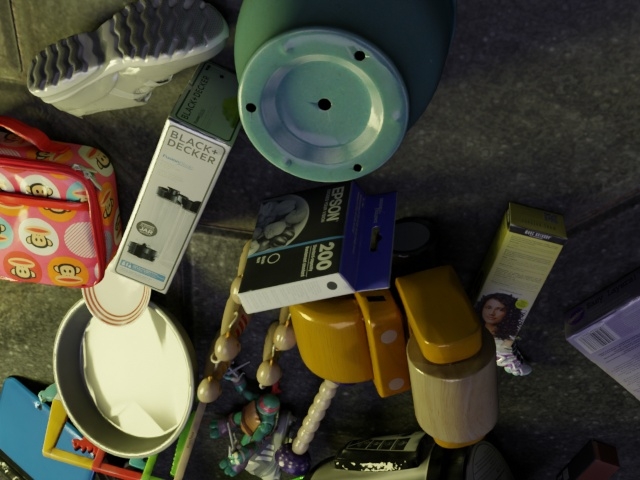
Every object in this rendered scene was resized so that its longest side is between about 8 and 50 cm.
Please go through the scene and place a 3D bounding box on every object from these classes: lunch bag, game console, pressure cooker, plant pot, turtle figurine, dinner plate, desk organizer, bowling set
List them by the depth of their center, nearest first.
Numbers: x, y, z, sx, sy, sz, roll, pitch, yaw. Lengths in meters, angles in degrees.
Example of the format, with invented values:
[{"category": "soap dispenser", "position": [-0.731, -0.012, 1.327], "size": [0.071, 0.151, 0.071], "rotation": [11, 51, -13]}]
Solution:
[{"category": "plant pot", "position": [0.017, -0.208, 0.928], "size": [0.271, 0.255, 0.272], "rotation": [6, 129, 7]}, {"category": "lunch bag", "position": [-0.456, -0.065, 1.227], "size": [0.292, 0.120, 0.258], "rotation": [7, 124, 5]}, {"category": "bowling set", "position": [-0.075, 0.153, 1.295], "size": [0.199, 0.154, 0.287], "rotation": [16, 129, -2]}, {"category": "dinner plate", "position": [-0.334, 0.073, 1.328], "size": [0.141, 0.017, 0.141], "rotation": [0, 90, 24]}, {"category": "pressure cooker", "position": [0.201, 0.528, 1.404], "size": [0.420, 0.370, 0.376], "rotation": [-18, 126, 27]}, {"category": "turtle figurine", "position": [-0.132, 0.325, 1.453], "size": [0.118, 0.175, 0.234], "rotation": [9, 140, -20]}, {"category": "desk organizer", "position": [0.488, 0.424, 1.473], "size": [0.050, 0.047, 0.130], "rotation": [18, 129, -7]}, {"category": "game console", "position": [-0.512, 0.436, 1.601], "size": [0.293, 0.173, 0.250], "rotation": [29, 167, 29]}]

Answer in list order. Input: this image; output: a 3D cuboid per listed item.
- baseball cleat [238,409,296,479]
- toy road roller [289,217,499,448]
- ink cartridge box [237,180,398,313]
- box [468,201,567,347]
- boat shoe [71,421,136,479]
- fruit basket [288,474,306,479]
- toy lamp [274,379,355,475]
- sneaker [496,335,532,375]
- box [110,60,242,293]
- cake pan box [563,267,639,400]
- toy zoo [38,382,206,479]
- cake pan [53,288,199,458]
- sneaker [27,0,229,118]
[{"category": "baseball cleat", "position": [-0.110, 0.393, 1.547], "size": [0.109, 0.072, 0.206], "rotation": [17, 126, 6]}, {"category": "toy road roller", "position": [0.092, 0.142, 1.149], "size": [0.240, 0.330, 0.203], "rotation": [-16, 127, -5]}, {"category": "ink cartridge box", "position": [0.000, 0.000, 1.128], "size": [0.208, 0.206, 0.045], "rotation": [-11, 129, 18]}, {"category": "box", "position": [0.286, 0.057, 1.213], "size": [0.087, 0.058, 0.232], "rotation": [13, 129, 0]}, {"category": "boat shoe", "position": [-0.416, 0.465, 1.648], "size": [0.095, 0.095, 0.258], "rotation": [-20, 122, 17]}, {"category": "fruit basket", "position": [-0.111, 0.638, 1.550], "size": [0.282, 0.392, 0.392], "rotation": [-25, 119, 27]}, {"category": "toy lamp", "position": [0.002, 0.287, 1.406], "size": [0.080, 0.080, 0.275], "rotation": [20, 113, -6]}, {"category": "sneaker", "position": [0.315, 0.180, 1.317], "size": [0.098, 0.038, 0.069], "rotation": [23, 129, -9]}, {"category": "box", "position": [-0.191, -0.085, 1.121], "size": [0.087, 0.169, 0.290], "rotation": [24, 128, -8]}, {"category": "cake pan box", "position": [0.545, 0.141, 1.226], "size": [0.245, 0.070, 0.267], "rotation": [38, 125, -16]}, {"category": "toy zoo", "position": [-0.370, 0.327, 1.466], "size": [0.293, 0.192, 0.030], "rotation": [17, 148, -4]}, {"category": "cake pan", "position": [-0.328, 0.223, 1.381], "size": [0.293, 0.054, 0.293], "rotation": [3, 98, 24]}, {"category": "sneaker", "position": [-0.244, -0.240, 1.075], "size": [0.281, 0.105, 0.115], "rotation": [-12, 154, 17]}]
